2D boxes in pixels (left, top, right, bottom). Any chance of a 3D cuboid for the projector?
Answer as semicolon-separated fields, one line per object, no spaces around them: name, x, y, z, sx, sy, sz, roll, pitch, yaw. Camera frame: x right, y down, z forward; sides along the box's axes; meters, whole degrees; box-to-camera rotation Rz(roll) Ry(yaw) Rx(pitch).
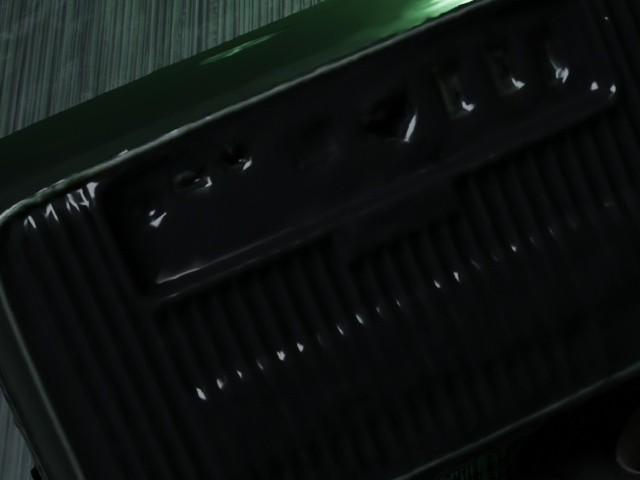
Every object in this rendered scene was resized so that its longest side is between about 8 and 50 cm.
projector;0.000;0.000;1.005;0.395;0.242;0.405;-23;10;-11

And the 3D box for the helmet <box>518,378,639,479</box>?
helmet;0.248;0.114;0.909;0.253;0.154;0.198;-37;13;-20

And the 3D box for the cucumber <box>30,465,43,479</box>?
cucumber;-0.079;0.121;1.308;0.303;0.081;0.072;-26;90;22
